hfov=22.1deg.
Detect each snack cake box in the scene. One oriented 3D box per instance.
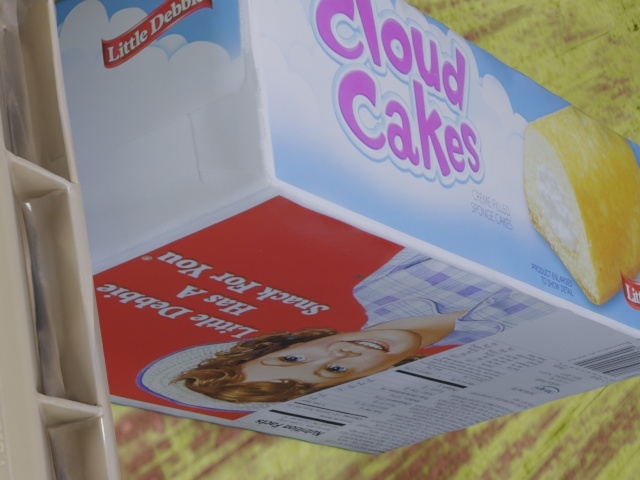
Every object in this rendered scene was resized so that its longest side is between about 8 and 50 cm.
[{"bbox_3d":[0.000,0.000,0.561,0.264,0.152,0.089,21,56,-52],"label":"snack cake box"}]

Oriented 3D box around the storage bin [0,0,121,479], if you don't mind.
[{"bbox_3d":[-0.163,0.038,0.320,0.260,0.123,0.262,13,62,-54],"label":"storage bin"}]
